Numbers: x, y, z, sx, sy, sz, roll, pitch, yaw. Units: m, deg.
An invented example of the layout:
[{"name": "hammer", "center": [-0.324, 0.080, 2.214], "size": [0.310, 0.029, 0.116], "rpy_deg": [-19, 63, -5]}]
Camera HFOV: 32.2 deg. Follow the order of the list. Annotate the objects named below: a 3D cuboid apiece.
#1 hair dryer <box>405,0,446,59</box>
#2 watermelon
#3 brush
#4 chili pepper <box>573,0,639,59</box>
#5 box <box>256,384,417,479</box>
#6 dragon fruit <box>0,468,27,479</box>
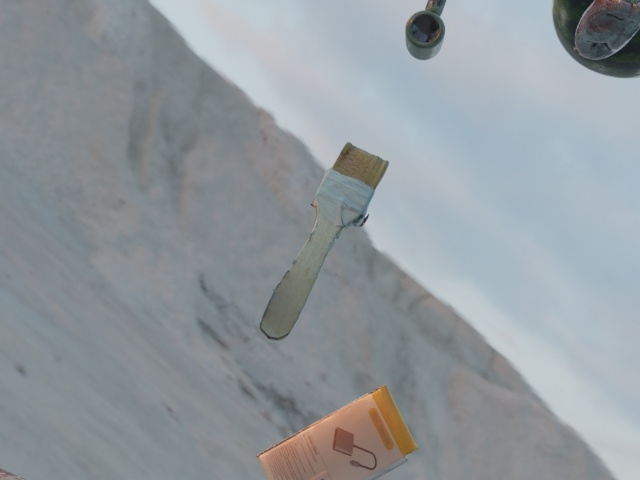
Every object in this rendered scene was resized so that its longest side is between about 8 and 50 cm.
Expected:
[{"name": "hair dryer", "center": [0.139, -0.294, 1.323], "size": [0.047, 0.150, 0.071], "rpy_deg": [17, -2, 3]}, {"name": "watermelon", "center": [0.476, -0.385, 1.697], "size": [0.269, 0.269, 0.269], "rpy_deg": [39, -7, 6]}, {"name": "brush", "center": [0.000, 0.000, 1.495], "size": [0.085, 0.336, 0.020], "rpy_deg": [26, -33, 5]}, {"name": "chili pepper", "center": [0.273, -0.204, 1.052], "size": [0.050, 0.041, 0.153], "rpy_deg": [39, -21, 6]}, {"name": "box", "center": [0.029, 0.348, 1.797], "size": [0.129, 0.247, 0.033], "rpy_deg": [64, 6, 28]}, {"name": "dragon fruit", "center": [-0.409, 0.387, 1.327], "size": [0.227, 0.224, 0.224], "rpy_deg": [47, -2, 35]}]
